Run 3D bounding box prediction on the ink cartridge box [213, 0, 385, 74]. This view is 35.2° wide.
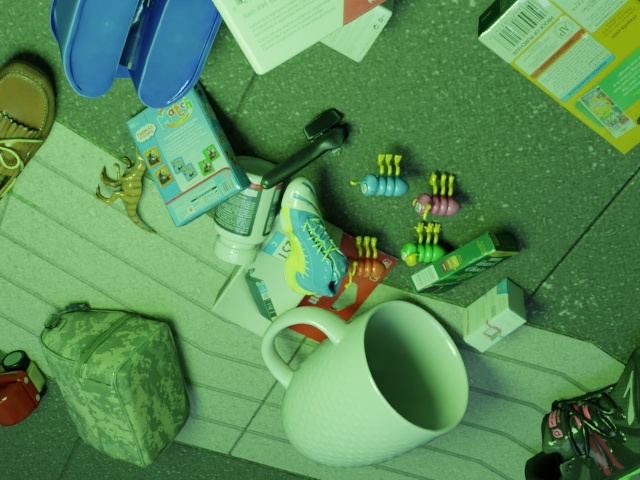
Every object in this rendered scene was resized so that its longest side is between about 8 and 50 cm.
[{"bbox_3d":[-0.069,-0.468,1.382,0.279,0.160,0.384,-30,108,2],"label":"ink cartridge box"}]

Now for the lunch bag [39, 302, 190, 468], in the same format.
[{"bbox_3d":[-0.444,0.296,2.129,0.256,0.212,0.305,8,128,25],"label":"lunch bag"}]

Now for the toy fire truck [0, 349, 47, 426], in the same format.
[{"bbox_3d":[-0.751,0.360,2.207,0.217,0.246,0.158,-8,127,16],"label":"toy fire truck"}]

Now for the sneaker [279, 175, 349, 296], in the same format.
[{"bbox_3d":[0.000,0.000,1.798,0.126,0.091,0.240,20,131,27],"label":"sneaker"}]

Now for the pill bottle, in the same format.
[{"bbox_3d":[-0.136,-0.053,1.831,0.108,0.108,0.180,16,112,-3],"label":"pill bottle"}]

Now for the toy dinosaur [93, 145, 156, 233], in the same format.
[{"bbox_3d":[-0.363,-0.086,1.901,0.112,0.064,0.211,12,130,-1],"label":"toy dinosaur"}]

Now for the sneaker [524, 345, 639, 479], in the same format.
[{"bbox_3d":[0.562,0.390,2.046,0.202,0.185,0.483,15,128,-8],"label":"sneaker"}]

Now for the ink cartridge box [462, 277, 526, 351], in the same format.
[{"bbox_3d":[0.335,0.145,1.948,0.052,0.088,0.122,34,126,-21],"label":"ink cartridge box"}]

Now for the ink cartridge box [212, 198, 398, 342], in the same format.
[{"bbox_3d":[-0.034,0.088,1.983,0.261,0.066,0.296,27,128,-11],"label":"ink cartridge box"}]

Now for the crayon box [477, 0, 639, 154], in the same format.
[{"bbox_3d":[0.432,-0.305,1.574,0.323,0.083,0.203,35,126,-17],"label":"crayon box"}]

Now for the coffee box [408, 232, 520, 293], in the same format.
[{"bbox_3d":[0.266,0.044,1.871,0.184,0.040,0.113,-31,161,29],"label":"coffee box"}]

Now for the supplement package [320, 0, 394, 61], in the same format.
[{"bbox_3d":[0.014,-0.380,1.572,0.179,0.105,0.105,27,128,-12],"label":"supplement package"}]

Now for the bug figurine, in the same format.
[{"bbox_3d":[0.140,-0.024,1.821,0.216,0.072,0.279,-1,131,-15],"label":"bug figurine"}]

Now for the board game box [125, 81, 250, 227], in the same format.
[{"bbox_3d":[-0.235,-0.152,1.774,0.160,0.039,0.211,-28,87,28],"label":"board game box"}]

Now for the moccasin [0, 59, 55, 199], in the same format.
[{"bbox_3d":[-0.591,-0.168,1.819,0.139,0.147,0.380,35,126,-18],"label":"moccasin"}]

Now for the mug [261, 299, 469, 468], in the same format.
[{"bbox_3d":[0.049,0.277,1.997,0.374,0.276,0.328,43,131,-12],"label":"mug"}]

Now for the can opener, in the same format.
[{"bbox_3d":[-0.028,-0.147,1.754,0.186,0.059,0.073,-39,78,-7],"label":"can opener"}]

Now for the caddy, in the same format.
[{"bbox_3d":[-0.289,-0.374,1.588,0.241,0.179,0.341,8,133,-26],"label":"caddy"}]
